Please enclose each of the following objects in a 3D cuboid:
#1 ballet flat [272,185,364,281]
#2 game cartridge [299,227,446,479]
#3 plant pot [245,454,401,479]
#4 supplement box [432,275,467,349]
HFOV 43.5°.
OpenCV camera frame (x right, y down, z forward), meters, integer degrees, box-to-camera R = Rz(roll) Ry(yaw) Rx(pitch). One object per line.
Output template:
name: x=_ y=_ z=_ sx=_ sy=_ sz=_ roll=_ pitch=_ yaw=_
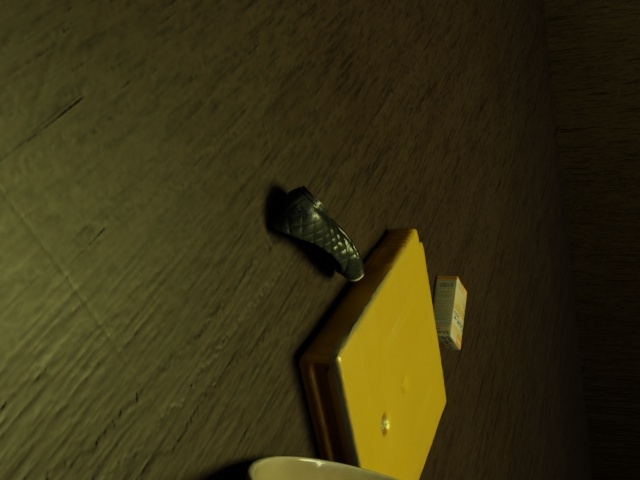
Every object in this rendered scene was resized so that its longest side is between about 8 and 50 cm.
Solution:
ballet flat: x=0.000 y=0.000 z=0.806 sx=0.049 sy=0.057 sz=0.173 roll=-42 pitch=145 yaw=-1
game cartridge: x=0.078 y=0.171 z=0.962 sx=0.323 sy=0.053 sz=0.285 roll=-51 pitch=135 yaw=-58
plant pot: x=0.024 y=0.349 z=0.637 sx=0.256 sy=0.257 sz=0.273 roll=23 pitch=84 yaw=-64
supplement box: x=0.196 y=0.111 z=1.228 sx=0.062 sy=0.036 sz=0.098 roll=49 pitch=46 yaw=-54
